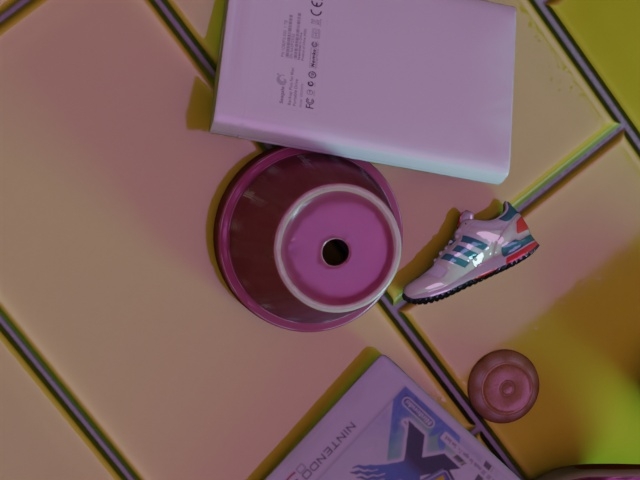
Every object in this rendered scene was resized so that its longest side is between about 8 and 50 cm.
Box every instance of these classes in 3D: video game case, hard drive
[{"bbox_3d":[0.082,0.336,1.740,0.329,0.036,0.300,42,87,16],"label":"video game case"},{"bbox_3d":[0.048,-0.179,1.721,0.308,0.040,0.203,10,66,-11],"label":"hard drive"}]

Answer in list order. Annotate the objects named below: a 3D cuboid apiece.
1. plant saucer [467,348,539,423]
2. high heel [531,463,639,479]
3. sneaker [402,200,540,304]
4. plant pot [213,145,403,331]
[{"bbox_3d":[0.205,0.163,1.839,0.083,0.015,0.083,-1,95,-11],"label":"plant saucer"},{"bbox_3d":[0.246,0.341,1.805,0.377,0.127,0.181,-6,86,4],"label":"high heel"},{"bbox_3d":[0.153,0.012,1.802,0.161,0.057,0.075,-24,82,-7],"label":"sneaker"},{"bbox_3d":[0.000,0.000,1.699,0.201,0.180,0.201,-1,95,-12],"label":"plant pot"}]
